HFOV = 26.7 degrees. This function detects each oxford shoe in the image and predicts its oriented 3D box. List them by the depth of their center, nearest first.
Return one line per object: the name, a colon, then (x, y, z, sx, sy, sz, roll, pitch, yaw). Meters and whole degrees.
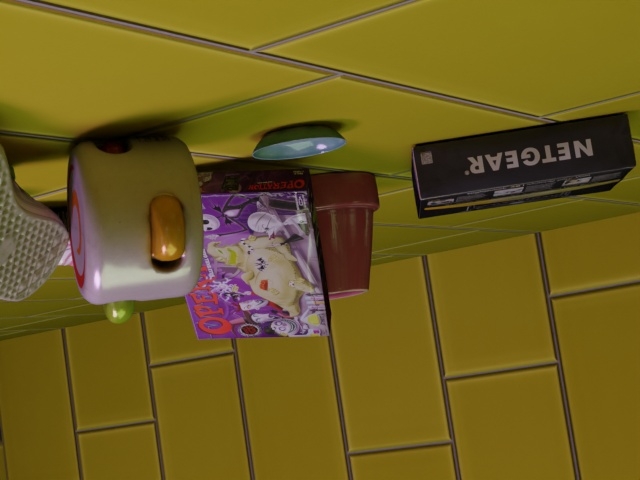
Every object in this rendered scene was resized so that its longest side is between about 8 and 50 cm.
oxford shoe: (-0.396, -0.041, 1.419, 0.169, 0.130, 0.449, -52, 167, -7)

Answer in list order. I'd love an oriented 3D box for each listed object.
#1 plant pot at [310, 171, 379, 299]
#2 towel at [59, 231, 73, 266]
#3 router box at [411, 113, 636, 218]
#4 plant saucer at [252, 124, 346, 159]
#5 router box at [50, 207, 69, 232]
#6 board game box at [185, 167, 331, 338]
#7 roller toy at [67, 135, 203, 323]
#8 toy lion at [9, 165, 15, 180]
plant pot: (0.000, 0.000, 2.099, 0.201, 0.180, 0.201, -8, 173, -1)
towel: (-0.409, 0.015, 1.967, 0.197, 0.029, 0.144, -1, 168, -37)
router box: (0.290, -0.104, 1.988, 0.309, 0.081, 0.243, -9, 174, 2)
plant saucer: (-0.028, -0.124, 1.677, 0.119, 0.021, 0.119, -8, 173, -1)
router box: (-0.422, -0.011, 2.047, 0.133, 0.046, 0.179, -6, 172, -10)
board game box: (-0.101, 0.027, 1.926, 0.208, 0.056, 0.347, 1, 143, 8)
roller toy: (-0.209, -0.026, 1.553, 0.146, 0.191, 0.209, -5, 149, -17)
toy lion: (-0.402, -0.077, 1.590, 0.096, 0.034, 0.100, -23, 166, 39)
